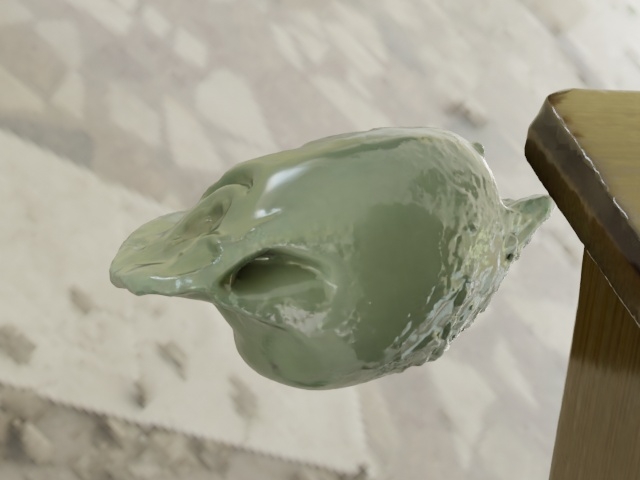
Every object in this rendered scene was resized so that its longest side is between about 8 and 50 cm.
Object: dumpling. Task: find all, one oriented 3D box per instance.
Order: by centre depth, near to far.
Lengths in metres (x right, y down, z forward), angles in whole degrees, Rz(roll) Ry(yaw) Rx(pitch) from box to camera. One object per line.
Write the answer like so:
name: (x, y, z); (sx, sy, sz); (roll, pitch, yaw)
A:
dumpling: (0.006, 0.012, 0.768); (0.219, 0.152, 0.108); (-7, 78, -34)

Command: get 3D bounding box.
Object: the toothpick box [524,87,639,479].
toothpick box: (0.170, 0.121, 0.646); (0.190, 0.308, 0.187); (-2, 30, -13)
